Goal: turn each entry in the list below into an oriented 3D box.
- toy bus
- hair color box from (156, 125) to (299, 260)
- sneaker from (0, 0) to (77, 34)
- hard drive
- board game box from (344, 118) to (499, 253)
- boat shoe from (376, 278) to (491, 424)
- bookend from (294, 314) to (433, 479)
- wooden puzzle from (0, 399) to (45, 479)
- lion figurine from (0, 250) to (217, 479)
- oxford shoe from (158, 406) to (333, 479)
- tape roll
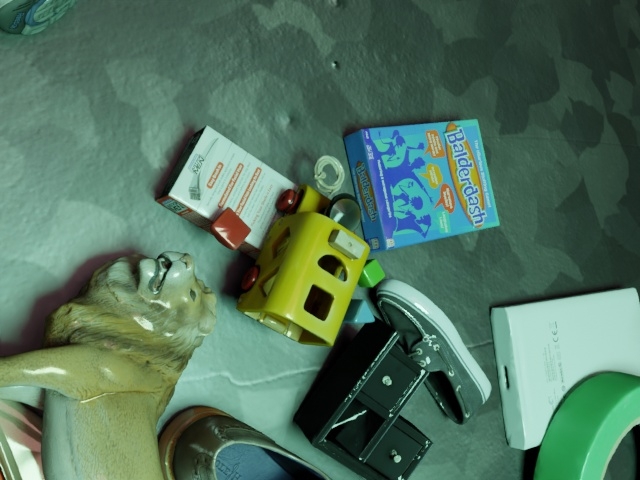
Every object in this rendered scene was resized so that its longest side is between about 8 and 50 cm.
[{"bbox_3d":[0.000,0.013,0.667,0.191,0.104,0.202,-20,96,-32],"label":"toy bus"},{"bbox_3d":[-0.089,-0.043,0.713,0.167,0.053,0.093,33,69,-25],"label":"hair color box"},{"bbox_3d":[-0.247,-0.343,0.636,0.129,0.111,0.297,45,63,-11],"label":"sneaker"},{"bbox_3d":[0.401,0.189,0.974,0.307,0.040,0.203,-4,85,-31],"label":"hard drive"},{"bbox_3d":[0.144,-0.079,0.858,0.210,0.047,0.160,-12,89,-32],"label":"board game box"},{"bbox_3d":[0.137,0.151,0.809,0.076,0.080,0.228,-49,115,-28],"label":"boat shoe"},{"bbox_3d":[0.081,0.201,0.739,0.157,0.072,0.156,40,85,-20],"label":"bookend"},{"bbox_3d":[-0.278,0.342,0.530,0.348,0.080,0.322,44,64,-18],"label":"wooden puzzle"},{"bbox_3d":[-0.181,0.187,0.525,0.240,0.142,0.392,13,58,-44],"label":"lion figurine"},{"bbox_3d":[-0.009,0.312,0.660,0.364,0.133,0.130,39,65,-20],"label":"oxford shoe"},{"bbox_3d":[0.454,0.363,0.931,0.321,0.077,0.321,-2,94,-30],"label":"tape roll"}]
